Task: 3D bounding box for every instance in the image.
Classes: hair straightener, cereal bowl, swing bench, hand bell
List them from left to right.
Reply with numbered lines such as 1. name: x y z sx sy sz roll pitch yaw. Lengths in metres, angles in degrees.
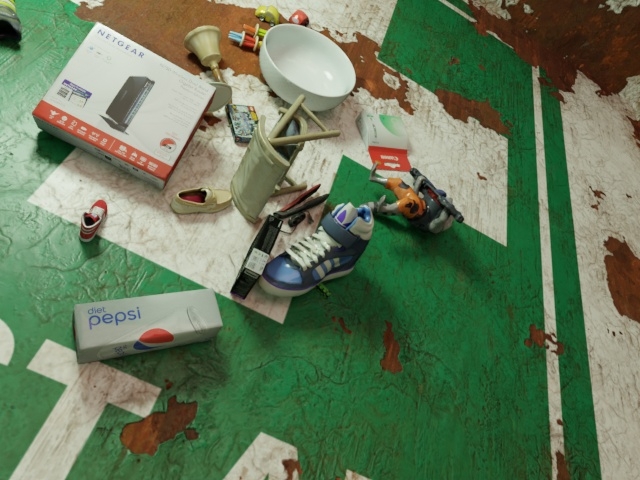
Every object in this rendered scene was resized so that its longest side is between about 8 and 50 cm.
1. hand bell: -0.329 -0.531 1.567 0.126 0.126 0.242 -16 80 -36
2. swing bench: -0.118 -0.220 1.355 0.165 0.253 0.254 45 48 6
3. hair straightener: -0.051 -0.085 1.437 0.089 0.047 0.230 49 49 8
4. cereal bowl: -0.058 -0.567 1.703 0.338 0.141 0.339 15 52 -20

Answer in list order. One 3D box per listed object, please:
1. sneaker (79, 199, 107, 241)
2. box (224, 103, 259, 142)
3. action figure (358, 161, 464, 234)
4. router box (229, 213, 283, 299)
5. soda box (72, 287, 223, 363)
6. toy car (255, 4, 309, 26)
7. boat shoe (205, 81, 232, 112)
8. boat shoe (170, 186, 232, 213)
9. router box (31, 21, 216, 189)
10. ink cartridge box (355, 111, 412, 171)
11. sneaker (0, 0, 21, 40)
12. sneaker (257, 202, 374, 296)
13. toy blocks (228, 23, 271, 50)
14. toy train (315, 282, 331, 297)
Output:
1. sneaker: -0.515 -0.059 1.142 0.042 0.067 0.119 20 51 -17
2. box: -0.234 -0.359 1.536 0.093 0.027 0.137 -3 60 -32
3. action figure: 0.295 -0.127 1.630 0.330 0.179 0.341 24 23 -22
4. router box: -0.157 0.040 1.233 0.046 0.133 0.179 27 50 -10
5. soda box: -0.360 0.176 1.052 0.286 0.091 0.098 -4 61 -31
6. toy car: -0.111 -0.809 1.898 0.239 0.053 0.225 -7 63 -33
7. boat shoe: -0.375 -0.406 1.444 0.254 0.095 0.079 -32 46 -28
8. boat shoe: -0.302 -0.110 1.303 0.170 0.059 0.063 -15 67 -36
9. router box: -0.486 -0.340 1.274 0.335 0.082 0.301 27 70 -13
10. ink cartridge box: 0.240 -0.355 1.787 0.180 0.056 0.225 0 58 -29
11. sneaker: -0.897 -0.545 1.238 0.300 0.111 0.121 -27 78 -37
12. sneaker: 0.001 0.000 1.266 0.322 0.236 0.130 -13 47 -40
13. toy blocks: -0.248 -0.724 1.762 0.148 0.054 0.123 12 55 -22
14. toy train: -0.004 0.121 1.343 0.083 0.017 0.023 44 38 4
